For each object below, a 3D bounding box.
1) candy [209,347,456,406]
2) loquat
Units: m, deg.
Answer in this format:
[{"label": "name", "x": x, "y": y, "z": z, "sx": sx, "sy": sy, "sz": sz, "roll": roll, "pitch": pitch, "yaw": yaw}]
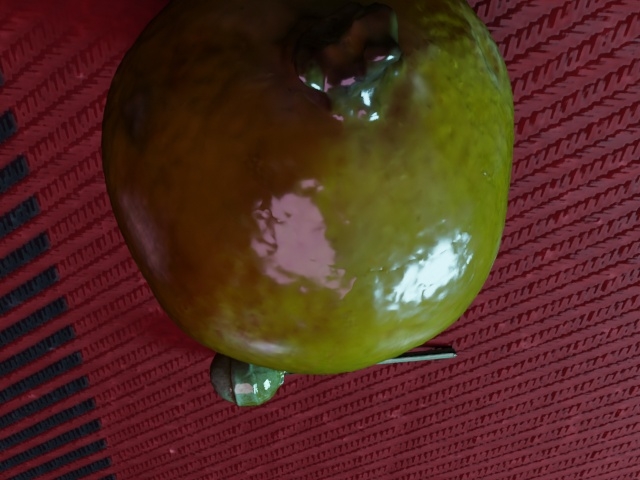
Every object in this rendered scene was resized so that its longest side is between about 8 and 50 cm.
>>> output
[{"label": "candy", "x": 0.010, "y": 0.102, "z": 0.809, "sx": 0.203, "sy": 0.061, "sz": 0.061, "roll": -6, "pitch": 141, "yaw": 0}, {"label": "loquat", "x": -0.002, "y": -0.047, "z": 0.468, "sx": 0.214, "sy": 0.213, "sz": 0.246, "roll": 9, "pitch": 163, "yaw": -5}]
